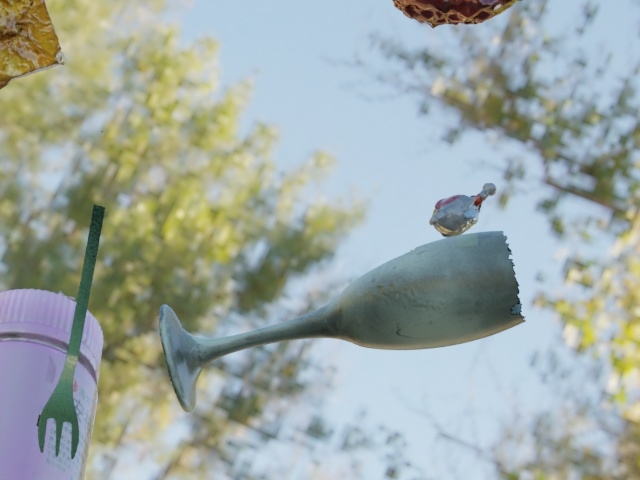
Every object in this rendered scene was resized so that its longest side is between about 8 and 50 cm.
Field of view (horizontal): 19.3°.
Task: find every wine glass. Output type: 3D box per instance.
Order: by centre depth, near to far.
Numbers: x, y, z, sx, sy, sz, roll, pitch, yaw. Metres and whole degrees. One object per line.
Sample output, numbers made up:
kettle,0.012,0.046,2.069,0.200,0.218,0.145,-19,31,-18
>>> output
wine glass,0.000,0.000,1.586,0.309,0.096,0.264,-14,-57,5

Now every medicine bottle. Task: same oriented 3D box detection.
medicine bottle,-0.357,0.218,2.215,0.178,0.291,0.178,2,-42,2

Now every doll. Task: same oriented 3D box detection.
doll,0.130,-0.024,1.774,0.057,0.114,0.039,-10,-81,31

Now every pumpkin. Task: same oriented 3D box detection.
pumpkin,-0.279,-0.186,1.720,0.054,0.074,0.083,-6,-77,70

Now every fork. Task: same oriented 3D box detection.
fork,-0.213,0.083,1.613,0.039,0.235,0.021,11,17,0

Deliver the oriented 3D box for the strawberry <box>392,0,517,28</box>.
strawberry,0.076,-0.200,1.157,0.145,0.145,0.086,31,-5,-16
